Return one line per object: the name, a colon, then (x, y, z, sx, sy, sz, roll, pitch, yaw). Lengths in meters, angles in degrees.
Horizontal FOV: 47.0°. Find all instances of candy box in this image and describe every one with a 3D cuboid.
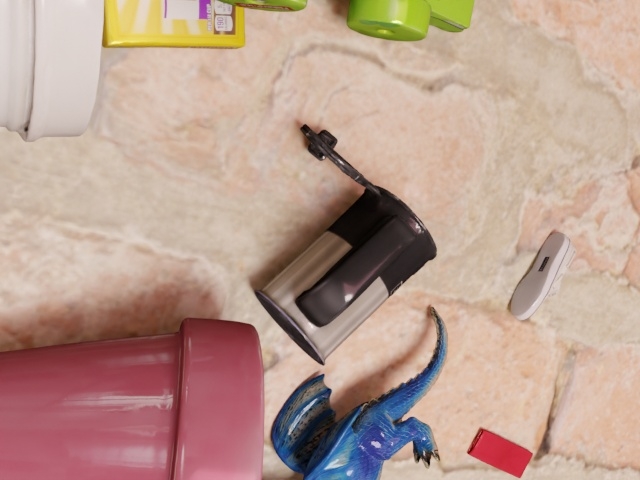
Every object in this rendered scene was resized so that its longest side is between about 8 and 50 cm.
candy box: (-0.108, -0.242, 0.521, 0.105, 0.027, 0.206, -7, 103, -24)

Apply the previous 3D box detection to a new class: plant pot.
plant pot: (-0.142, 0.148, 0.501, 0.180, 0.201, 0.201, 8, 97, -13)

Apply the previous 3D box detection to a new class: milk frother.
milk frother: (0.000, 0.000, 0.598, 0.135, 0.129, 0.143, -43, 73, -14)

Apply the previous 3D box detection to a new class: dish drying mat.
dish drying mat: (0.191, 0.226, 0.779, 0.083, 0.008, 0.032, 30, 87, -29)

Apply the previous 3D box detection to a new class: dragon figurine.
dragon figurine: (0.017, 0.175, 0.636, 0.144, 0.085, 0.289, 31, 87, -29)

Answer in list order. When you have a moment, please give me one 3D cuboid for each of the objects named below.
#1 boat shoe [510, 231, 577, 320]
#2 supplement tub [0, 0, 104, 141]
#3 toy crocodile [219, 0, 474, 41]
boat shoe: (0.230, 0.042, 0.748, 0.035, 0.035, 0.100, 37, 76, -25)
supplement tub: (-0.277, -0.144, 0.340, 0.316, 0.228, 0.228, -4, 102, -27)
toy crocodile: (0.002, -0.216, 0.532, 0.340, 0.105, 0.115, -2, 103, -44)
